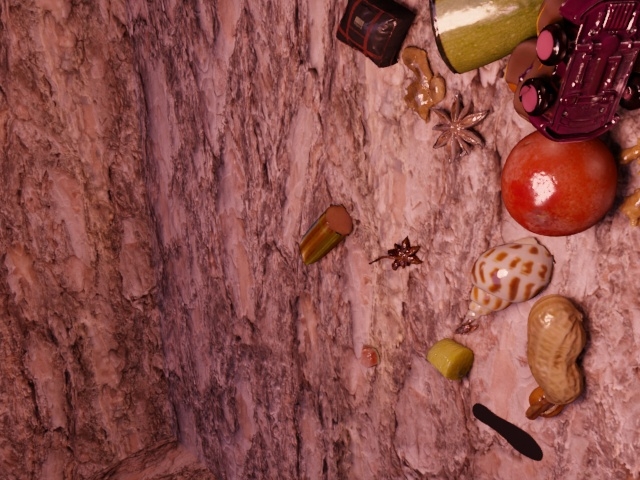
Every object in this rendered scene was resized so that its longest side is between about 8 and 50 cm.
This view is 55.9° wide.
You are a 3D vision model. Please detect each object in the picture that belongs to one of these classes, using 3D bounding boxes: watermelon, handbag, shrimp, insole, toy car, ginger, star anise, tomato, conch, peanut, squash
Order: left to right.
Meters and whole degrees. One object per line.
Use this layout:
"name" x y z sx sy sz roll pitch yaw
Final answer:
"watermelon" 0.171 0.428 2.234 0.092 0.072 0.085 -13 78 55
"handbag" 0.155 -0.619 1.754 0.215 0.155 0.169 44 143 26
"star anise" 0.245 0.055 1.989 0.190 0.070 0.097 -21 100 38
"ginger" 0.283 -0.458 1.750 0.133 0.058 0.214 -42 74 44
"star anise" 0.389 -0.320 1.686 0.195 0.065 0.183 -19 86 49
"shrimp" 0.457 0.271 1.874 0.038 0.029 0.092 55 134 19
"conch" 0.500 0.111 1.664 0.183 0.148 0.275 48 133 31
"insole" 0.581 0.592 1.882 0.253 0.005 0.086 33 127 35
"squash" 0.448 -0.557 1.390 0.308 0.310 0.311 0 106 32
"tomato" 0.554 -0.133 1.429 0.264 0.264 0.265 22 121 42
"peanut" 0.629 0.294 1.607 0.153 0.140 0.325 -12 107 8
"toy car" 0.530 -0.389 1.270 0.240 0.271 0.341 -110 20 -47
"ginger" 0.741 -0.131 1.368 0.193 0.052 0.176 59 145 15

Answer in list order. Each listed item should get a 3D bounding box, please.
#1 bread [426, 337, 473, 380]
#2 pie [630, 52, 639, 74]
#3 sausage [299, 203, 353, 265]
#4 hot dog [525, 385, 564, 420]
"bread" 0.411 0.371 1.899 0.114 0.129 0.111 32 91 42
"pie" 0.682 -0.452 1.278 0.205 0.084 0.179 -37 77 54
"sausage" 0.001 0.002 2.216 0.317 0.117 0.125 -48 54 49
"hot dog" 0.638 0.463 1.723 0.090 0.060 0.140 62 144 16
